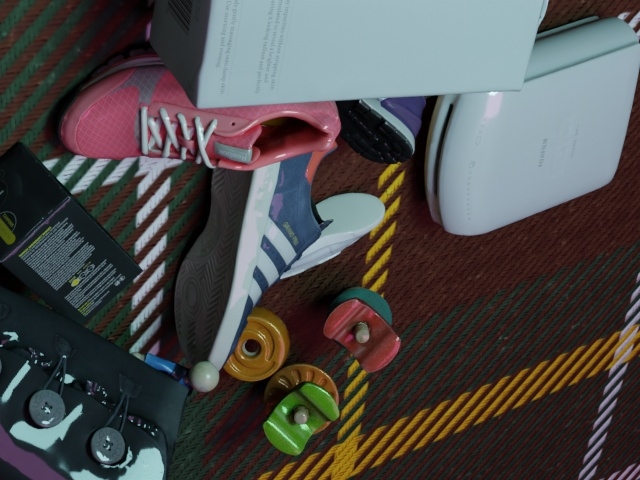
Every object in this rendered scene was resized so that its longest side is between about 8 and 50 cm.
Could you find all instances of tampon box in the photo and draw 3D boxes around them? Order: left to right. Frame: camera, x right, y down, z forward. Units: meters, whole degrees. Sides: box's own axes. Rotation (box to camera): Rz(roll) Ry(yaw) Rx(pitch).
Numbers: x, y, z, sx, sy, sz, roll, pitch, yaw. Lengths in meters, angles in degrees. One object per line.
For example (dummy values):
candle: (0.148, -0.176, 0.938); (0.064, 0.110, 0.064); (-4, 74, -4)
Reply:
tampon box: (-0.294, -0.003, 1.675); (0.101, 0.120, 0.161); (-43, 141, -5)

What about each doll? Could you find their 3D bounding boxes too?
doll: (-0.210, 0.175, 1.883); (0.189, 0.046, 0.129); (-12, 145, 19)

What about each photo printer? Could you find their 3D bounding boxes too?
photo printer: (0.274, -0.149, 2.069); (0.307, 0.107, 0.256); (-20, 134, -29)

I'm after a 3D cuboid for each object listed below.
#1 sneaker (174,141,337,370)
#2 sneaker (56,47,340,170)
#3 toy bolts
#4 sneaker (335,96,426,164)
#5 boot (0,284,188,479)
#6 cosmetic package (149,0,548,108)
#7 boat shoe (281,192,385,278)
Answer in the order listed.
sneaker: (-0.069, 0.011, 1.879); (0.148, 0.131, 0.350); (-1, 123, -36)
sneaker: (-0.125, -0.132, 1.669); (0.314, 0.136, 0.116); (-9, 131, -13)
toy bolts: (-0.017, 0.133, 2.071); (0.228, 0.158, 0.218); (-40, 101, 8)
sneaker: (0.027, -0.220, 1.821); (0.283, 0.107, 0.124); (47, 53, -39)
boot: (-0.370, 0.206, 1.552); (0.445, 0.146, 0.367); (39, 61, -30)
cosmetic package: (0.039, -0.269, 1.596); (0.385, 0.156, 0.217); (-5, 127, -25)
boat shoe: (0.000, 0.000, 1.991); (0.184, 0.066, 0.063); (-31, 153, -22)
